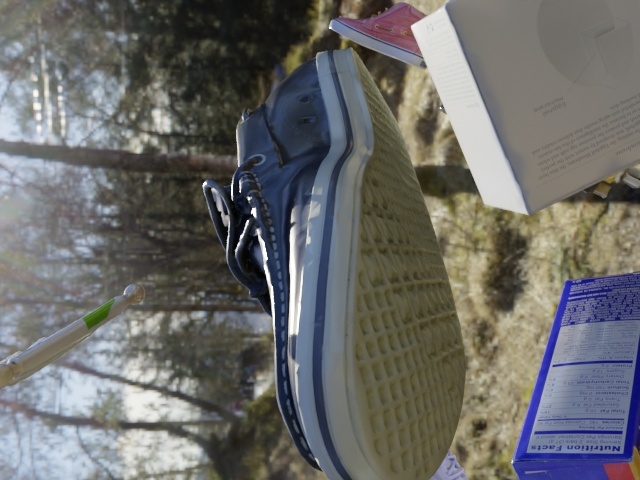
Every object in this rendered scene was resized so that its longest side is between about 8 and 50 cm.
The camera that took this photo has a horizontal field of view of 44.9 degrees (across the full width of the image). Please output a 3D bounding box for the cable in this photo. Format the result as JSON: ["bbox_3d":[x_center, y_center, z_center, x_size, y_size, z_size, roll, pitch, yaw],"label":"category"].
[{"bbox_3d":[0.303,-0.143,1.077,0.072,0.287,0.139,-60,0,13],"label":"cable"}]

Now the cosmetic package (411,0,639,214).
[{"bbox_3d":[0.251,-0.177,0.817,0.138,0.224,0.224,-142,27,-80],"label":"cosmetic package"}]

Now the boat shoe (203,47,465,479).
[{"bbox_3d":[0.000,0.000,0.615,0.187,0.156,0.500,56,-164,-31],"label":"boat shoe"}]

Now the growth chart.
[{"bbox_3d":[-0.254,0.106,0.552,0.021,0.237,0.172,62,-156,-5],"label":"growth chart"}]

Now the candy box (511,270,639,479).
[{"bbox_3d":[0.336,0.228,0.847,0.268,0.122,0.317,63,-143,-20],"label":"candy box"}]

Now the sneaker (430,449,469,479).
[{"bbox_3d":[0.124,0.280,1.000,0.118,0.292,0.110,-59,-28,9],"label":"sneaker"}]

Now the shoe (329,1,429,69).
[{"bbox_3d":[0.102,-0.333,1.203,0.063,0.178,0.081,-3,-61,-64],"label":"shoe"}]
